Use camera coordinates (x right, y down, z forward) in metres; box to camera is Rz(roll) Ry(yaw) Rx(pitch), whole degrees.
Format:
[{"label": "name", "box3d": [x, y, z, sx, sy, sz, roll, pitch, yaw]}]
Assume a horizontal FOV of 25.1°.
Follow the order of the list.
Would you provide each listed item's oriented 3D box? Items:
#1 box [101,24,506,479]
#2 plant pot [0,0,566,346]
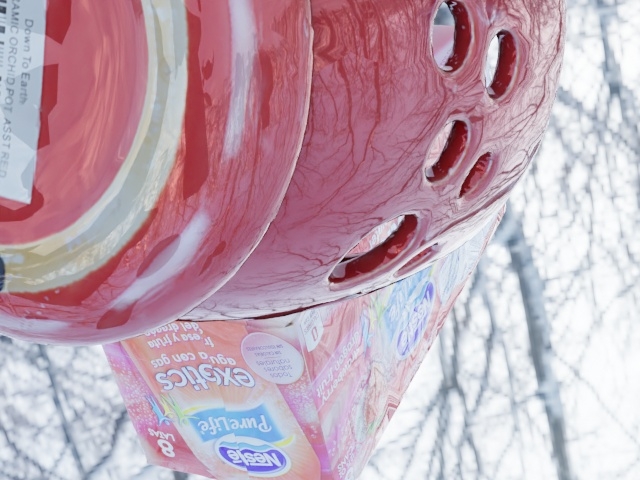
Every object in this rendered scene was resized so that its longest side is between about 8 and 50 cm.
[{"label": "box", "box3d": [0.000, 0.000, 0.906, 0.142, 0.154, 0.300, 8, -138, 26]}, {"label": "plant pot", "box3d": [-0.041, -0.062, 0.438, 0.191, 0.191, 0.174, 1, -170, 28]}]
